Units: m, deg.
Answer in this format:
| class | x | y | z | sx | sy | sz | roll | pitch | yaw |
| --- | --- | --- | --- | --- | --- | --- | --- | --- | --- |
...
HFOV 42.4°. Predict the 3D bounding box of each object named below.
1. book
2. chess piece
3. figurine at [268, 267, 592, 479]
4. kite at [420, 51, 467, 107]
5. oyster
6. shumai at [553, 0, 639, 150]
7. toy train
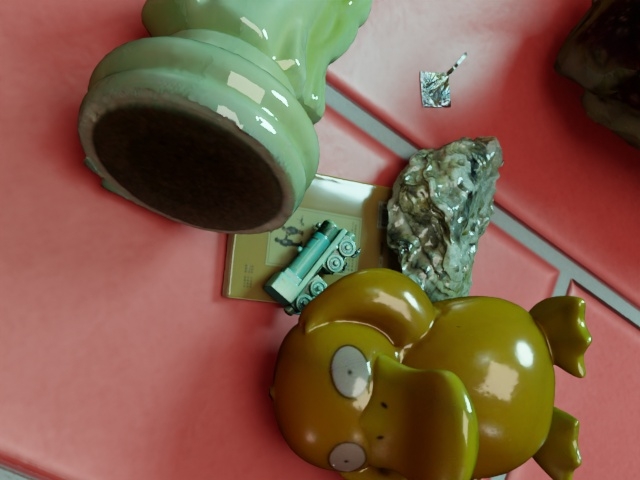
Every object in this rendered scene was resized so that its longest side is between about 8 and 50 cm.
| class | x | y | z | sx | sy | sz | roll | pitch | yaw |
| --- | --- | --- | --- | --- | --- | --- | --- | --- | --- |
| book | 0.000 | 0.000 | 0.720 | 0.172 | 0.012 | 0.118 | 9 | 81 | -30 |
| chess piece | -0.053 | -0.165 | 0.641 | 0.175 | 0.175 | 0.298 | 34 | 57 | -23 |
| figurine | 0.088 | 0.122 | 0.666 | 0.228 | 0.215 | 0.215 | -7 | 89 | -41 |
| kite | 0.125 | -0.154 | 0.813 | 0.078 | 0.002 | 0.044 | -27 | 99 | -29 |
| oyster | 0.119 | -0.024 | 0.759 | 0.125 | 0.064 | 0.177 | 17 | 74 | -46 |
| shumai | 0.425 | -0.202 | 0.844 | 0.348 | 0.395 | 0.395 | -6 | 89 | -9 |
| toy train | -0.006 | 0.022 | 0.692 | 0.045 | 0.029 | 0.092 | 43 | 68 | -11 |
